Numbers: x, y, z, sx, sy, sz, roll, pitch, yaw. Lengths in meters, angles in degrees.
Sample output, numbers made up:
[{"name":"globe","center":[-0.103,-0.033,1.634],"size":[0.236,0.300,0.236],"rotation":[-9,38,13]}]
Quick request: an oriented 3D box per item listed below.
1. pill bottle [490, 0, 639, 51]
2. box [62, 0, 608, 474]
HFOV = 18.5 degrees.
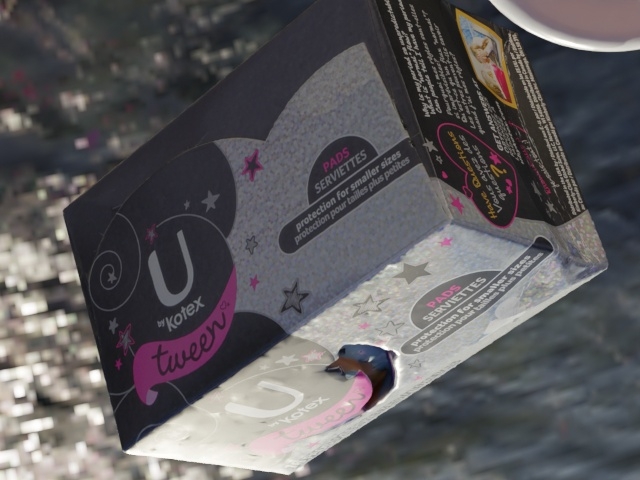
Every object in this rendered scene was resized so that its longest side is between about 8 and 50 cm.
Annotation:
[{"name":"pill bottle","center":[0.194,-0.311,1.369],"size":[0.210,0.363,0.210],"rotation":[1,129,1]},{"name":"box","center":[0.000,0.000,1.059],"size":[0.247,0.163,0.142],"rotation":[-36,147,32]}]
